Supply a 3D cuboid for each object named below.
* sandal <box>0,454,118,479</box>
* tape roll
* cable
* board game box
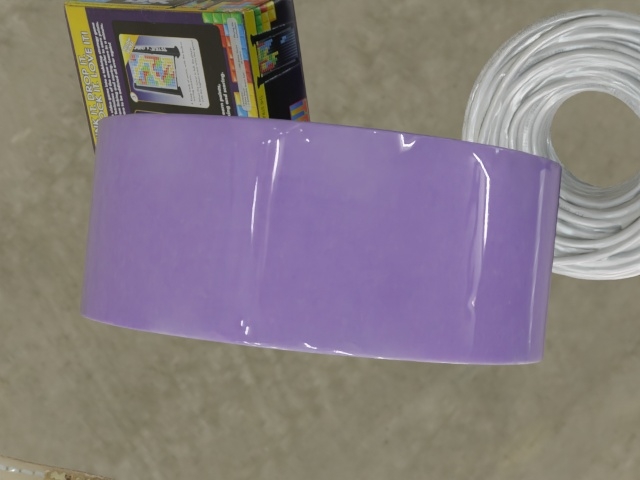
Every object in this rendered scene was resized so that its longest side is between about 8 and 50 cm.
[{"bbox_3d":[-0.155,0.110,0.482,0.240,0.079,0.088,11,74,-30],"label":"sandal"},{"bbox_3d":[0.000,0.000,0.521,0.189,0.189,0.080,6,89,-46],"label":"tape roll"},{"bbox_3d":[0.259,-0.089,1.199,0.089,0.257,0.257,-32,127,-63],"label":"cable"},{"bbox_3d":[-0.072,-0.061,0.754,0.048,0.141,0.170,-33,124,-44],"label":"board game box"}]
